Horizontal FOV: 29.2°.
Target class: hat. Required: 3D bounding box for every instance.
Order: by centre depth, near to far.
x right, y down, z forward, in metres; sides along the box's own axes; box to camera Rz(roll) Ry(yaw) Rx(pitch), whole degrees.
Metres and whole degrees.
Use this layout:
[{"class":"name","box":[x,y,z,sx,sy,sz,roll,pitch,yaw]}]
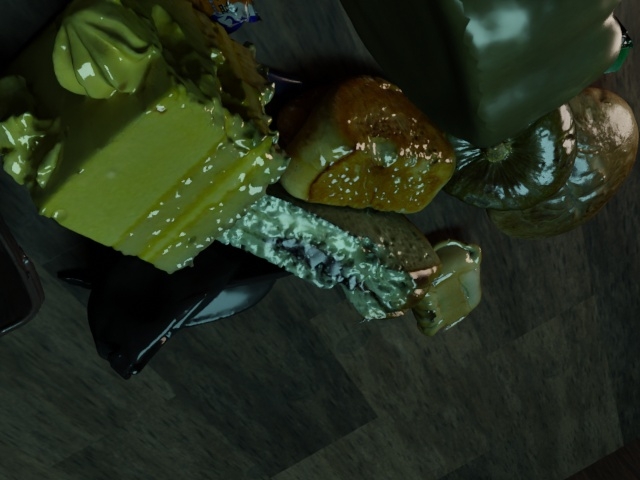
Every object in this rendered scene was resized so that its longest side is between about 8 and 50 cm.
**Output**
[{"class":"hat","box":[-0.192,0.027,1.645,0.336,0.209,0.238,-29,172,-33]}]

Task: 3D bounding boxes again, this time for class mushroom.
[{"class":"mushroom","box":[0.354,-0.113,1.858,0.278,0.146,0.278,-15,141,-13]}]

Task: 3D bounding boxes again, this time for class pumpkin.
[{"class":"pumpkin","box":[0.247,-0.140,1.669,0.219,0.219,0.162,-46,-174,25]}]

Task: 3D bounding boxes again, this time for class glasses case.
[{"class":"glasses case","box":[-0.056,-0.193,1.531,0.083,0.023,0.033,8,137,-46]}]

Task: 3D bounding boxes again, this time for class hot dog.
[{"class":"hot dog","box":[0.047,-0.128,1.583,0.257,0.153,0.150,5,139,-43]}]

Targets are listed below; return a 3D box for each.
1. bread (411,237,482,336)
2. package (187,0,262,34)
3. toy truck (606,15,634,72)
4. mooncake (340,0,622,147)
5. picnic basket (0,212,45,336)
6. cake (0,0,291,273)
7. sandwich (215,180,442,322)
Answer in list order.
[{"class":"bread","box":[0.205,0.072,2.065,0.134,0.081,0.225,-29,147,-10]},{"class":"package","box":[-0.108,-0.270,1.373,0.077,0.033,0.110,-9,149,20]},{"class":"toy truck","box":[0.359,-0.272,1.709,0.147,0.065,0.079,-13,149,-27]},{"class":"mooncake","box":[0.141,-0.289,1.234,0.201,0.378,0.378,-32,149,-6]},{"class":"picnic basket","box":[-0.458,0.009,1.399,0.223,0.129,0.296,-23,147,-7]},{"class":"cake","box":[-0.207,-0.142,1.295,0.227,0.222,0.286,-41,138,20]},{"class":"sandwich","box":[0.003,-0.004,1.588,0.288,0.254,0.099,-5,139,-52]}]
